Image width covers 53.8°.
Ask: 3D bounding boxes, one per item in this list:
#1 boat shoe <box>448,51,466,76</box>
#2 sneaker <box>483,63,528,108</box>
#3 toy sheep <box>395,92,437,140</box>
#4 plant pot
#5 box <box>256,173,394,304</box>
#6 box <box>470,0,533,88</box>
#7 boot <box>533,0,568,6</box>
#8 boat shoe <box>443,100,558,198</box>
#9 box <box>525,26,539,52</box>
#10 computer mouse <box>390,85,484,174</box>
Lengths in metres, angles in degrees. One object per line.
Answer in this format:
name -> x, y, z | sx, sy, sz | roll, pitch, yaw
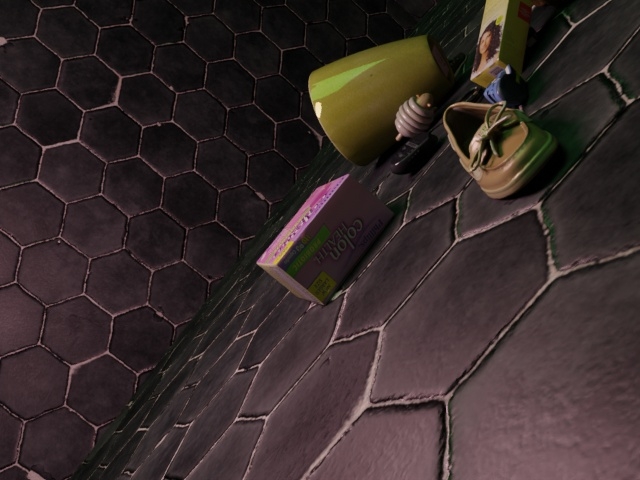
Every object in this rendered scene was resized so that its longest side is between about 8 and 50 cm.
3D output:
boat shoe -> 0.343, -0.456, 1.636 | 0.049, 0.042, 0.133 | -41, 12, 50
sneaker -> 0.296, -0.237, 1.017 | 0.059, 0.053, 0.144 | -42, 4, 32
toy sheep -> 0.213, -0.277, 1.431 | 0.132, 0.091, 0.091 | -60, 3, 33
plant pot -> 0.168, -0.371, 1.551 | 0.293, 0.275, 0.275 | -26, 21, 28
box -> 0.000, 0.000, 1.230 | 0.213, 0.117, 0.243 | -51, 11, -9
box -> 0.344, -0.401, 1.175 | 0.087, 0.058, 0.232 | -31, 40, 63
boot -> 0.489, -0.541, 1.231 | 0.165, 0.077, 0.213 | -44, 11, 14
boat shoe -> 0.220, -0.129, 0.832 | 0.104, 0.089, 0.285 | -48, 11, 8
box -> 0.381, -0.368, 1.213 | 0.083, 0.018, 0.067 | -44, 12, 32
computer mouse -> 0.235, -0.213, 1.249 | 0.242, 0.041, 0.071 | -42, 20, 6
